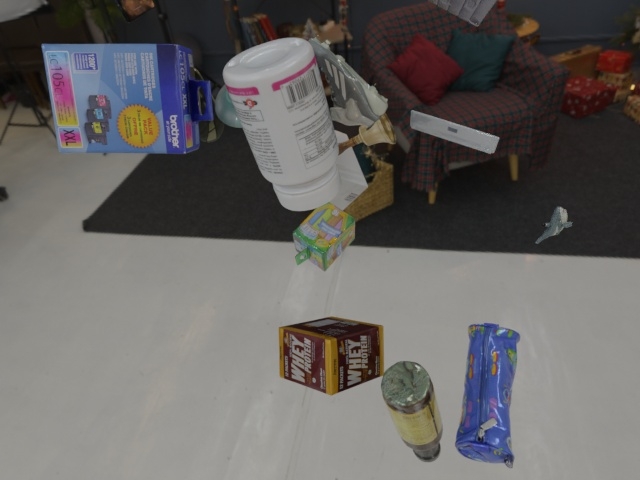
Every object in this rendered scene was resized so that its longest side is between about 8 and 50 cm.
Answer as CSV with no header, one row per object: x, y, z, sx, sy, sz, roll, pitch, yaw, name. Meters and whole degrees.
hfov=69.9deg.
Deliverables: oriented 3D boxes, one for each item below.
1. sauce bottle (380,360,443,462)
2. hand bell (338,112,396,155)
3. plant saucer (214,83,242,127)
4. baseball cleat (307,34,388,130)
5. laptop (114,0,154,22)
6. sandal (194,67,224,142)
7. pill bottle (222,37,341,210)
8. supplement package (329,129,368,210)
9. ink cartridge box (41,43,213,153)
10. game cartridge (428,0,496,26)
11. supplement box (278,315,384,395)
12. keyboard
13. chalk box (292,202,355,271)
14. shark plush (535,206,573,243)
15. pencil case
0.219,0.407,1.042,0.111,0.344,0.111,-12,41,10,sauce bottle
0.102,-0.311,1.444,0.242,0.126,0.126,-22,33,25,hand bell
-0.205,-0.400,1.259,0.194,0.037,0.195,-4,65,9,plant saucer
0.033,-0.302,0.905,0.206,0.109,0.072,42,16,2,baseball cleat
-0.479,-0.734,1.165,0.136,0.264,0.234,-18,34,13,laptop
-0.462,-0.532,1.786,0.120,0.303,0.086,-18,32,-6,sandal
-0.056,-0.204,0.848,0.160,0.283,0.160,-11,40,9,pill bottle
0.039,-0.299,1.882,0.175,0.177,0.293,9,52,-40,supplement package
-0.472,-0.365,1.195,0.395,0.270,0.151,-1,18,-1,ink cartridge box
0.373,-0.699,1.251,0.230,0.068,0.355,33,16,1,game cartridge
0.027,0.280,1.154,0.194,0.129,0.191,-3,3,-44,supplement box
0.376,-0.310,1.306,0.256,0.072,0.014,23,66,17,keyboard
0.000,0.000,1.493,0.132,0.132,0.213,34,68,19,chalk box
0.833,-0.056,1.659,0.067,0.161,0.073,16,50,-13,shark plush
0.374,0.332,1.018,0.119,0.133,0.306,2,56,25,pencil case
